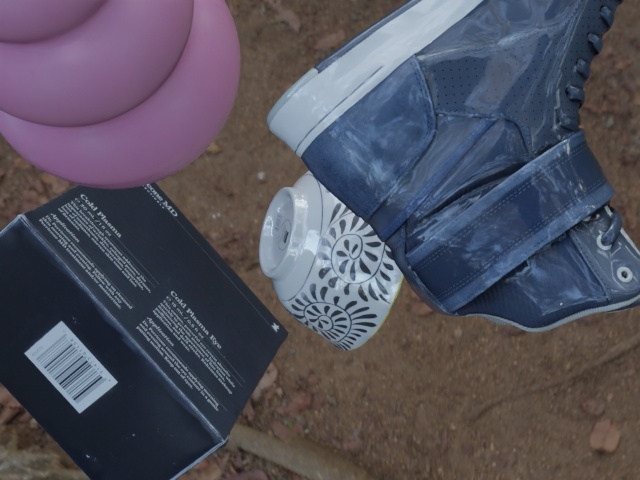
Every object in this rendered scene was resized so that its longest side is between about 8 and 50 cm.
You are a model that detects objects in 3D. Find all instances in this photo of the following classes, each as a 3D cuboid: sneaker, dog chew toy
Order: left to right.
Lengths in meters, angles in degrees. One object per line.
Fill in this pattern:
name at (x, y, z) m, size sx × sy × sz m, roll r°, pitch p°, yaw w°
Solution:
dog chew toy at (-0.174, -0.163, 0.678) m, size 0.207 × 0.332 × 0.206 m, roll -1°, pitch 76°, yaw 5°
sneaker at (0.114, -0.061, 0.418) m, size 0.226 × 0.086 × 0.163 m, roll -39°, pitch 85°, yaw 0°

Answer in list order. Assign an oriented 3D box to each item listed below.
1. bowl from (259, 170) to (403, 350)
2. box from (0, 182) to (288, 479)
bowl at (0.000, 0.000, 0.778) m, size 0.080 × 0.170 × 0.170 m, roll 13°, pitch 55°, yaw -23°
box at (-0.244, 0.102, 1.205) m, size 0.179 × 0.312 × 0.343 m, roll -39°, pitch 95°, yaw 21°
